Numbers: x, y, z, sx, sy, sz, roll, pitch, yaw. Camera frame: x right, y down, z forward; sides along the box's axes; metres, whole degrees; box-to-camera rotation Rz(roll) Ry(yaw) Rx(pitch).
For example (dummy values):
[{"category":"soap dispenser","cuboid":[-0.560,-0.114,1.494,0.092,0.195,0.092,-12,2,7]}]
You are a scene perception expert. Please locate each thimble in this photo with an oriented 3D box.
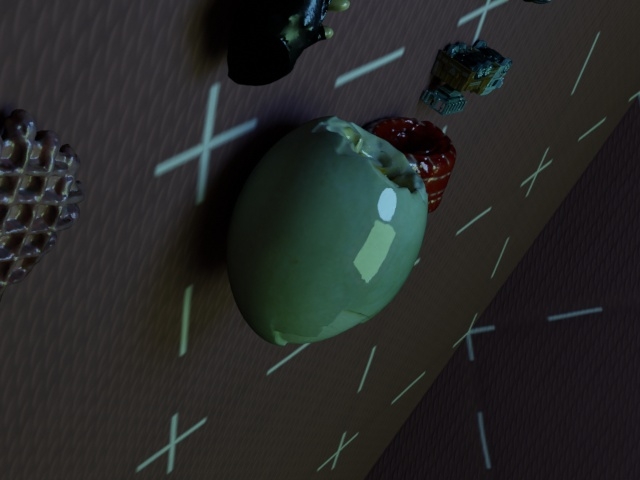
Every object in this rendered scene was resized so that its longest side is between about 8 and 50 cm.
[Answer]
[{"category":"thimble","cuboid":[0.141,-0.126,1.536,0.189,0.163,0.125,-35,148,-51]}]

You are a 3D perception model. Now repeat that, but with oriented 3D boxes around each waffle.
[{"category":"waffle","cuboid":[-0.340,-0.020,0.907,0.234,0.055,0.221,-44,155,-24]}]

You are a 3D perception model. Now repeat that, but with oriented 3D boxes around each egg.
[{"category":"egg","cuboid":[0.000,0.000,1.300,0.336,0.278,0.278,-59,157,19]}]

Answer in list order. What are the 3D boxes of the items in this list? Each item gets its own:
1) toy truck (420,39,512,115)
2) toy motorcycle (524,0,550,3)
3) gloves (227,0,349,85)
[{"category":"toy truck","cuboid":[0.277,-0.305,1.658,0.178,0.080,0.115,-22,146,-50]},{"category":"toy motorcycle","cuboid":[0.426,-0.517,1.533,0.275,0.127,0.205,-47,-179,9]},{"category":"gloves","cuboid":[-0.026,-0.290,1.069,0.164,0.124,0.203,-39,-155,53]}]
